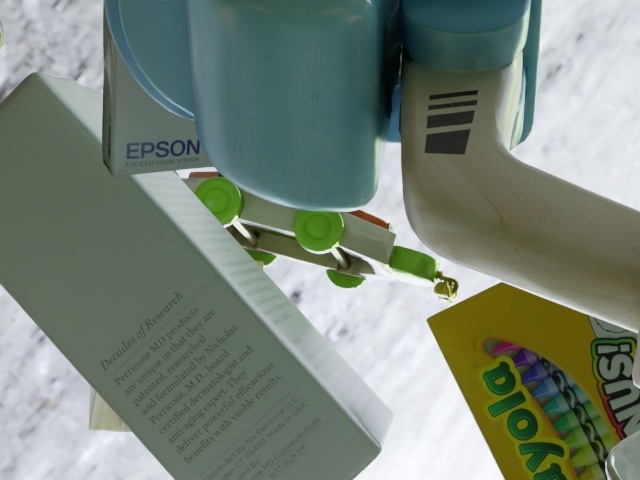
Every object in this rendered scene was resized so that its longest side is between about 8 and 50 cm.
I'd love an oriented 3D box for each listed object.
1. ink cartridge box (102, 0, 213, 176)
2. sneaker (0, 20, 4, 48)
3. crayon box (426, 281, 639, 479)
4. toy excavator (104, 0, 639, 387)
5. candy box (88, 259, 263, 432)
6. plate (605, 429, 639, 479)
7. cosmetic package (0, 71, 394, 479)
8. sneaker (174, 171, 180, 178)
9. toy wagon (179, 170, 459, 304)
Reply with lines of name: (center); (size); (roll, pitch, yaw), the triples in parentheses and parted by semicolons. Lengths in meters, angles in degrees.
ink cartridge box: (-0.071, -0.170, 1.261); (0.223, 0.045, 0.224); (-7, 118, -22)
sneaker: (-0.396, -0.267, 1.358); (0.124, 0.283, 0.107); (-21, -147, 55)
crayon box: (0.330, 0.179, 1.564); (0.313, 0.363, 0.106); (-26, 160, 2)
toy excavator: (0.058, -0.092, 0.911); (0.445, 0.432, 0.222); (-76, 168, -50)
candy box: (-0.183, 0.135, 1.856); (0.182, 0.088, 0.316); (3, 146, -12)
plate: (0.319, 0.182, 0.827); (0.277, 0.278, 0.045); (-20, 147, -42)
cosmetic package: (-0.142, 0.065, 1.415); (0.161, 0.453, 0.230); (-42, 176, 5)
sneaker: (-0.311, -0.007, 1.806); (0.300, 0.111, 0.121); (-9, 114, -13)
toy wagon: (0.000, 0.000, 1.762); (0.267, 0.344, 0.068); (52, 52, -76)
